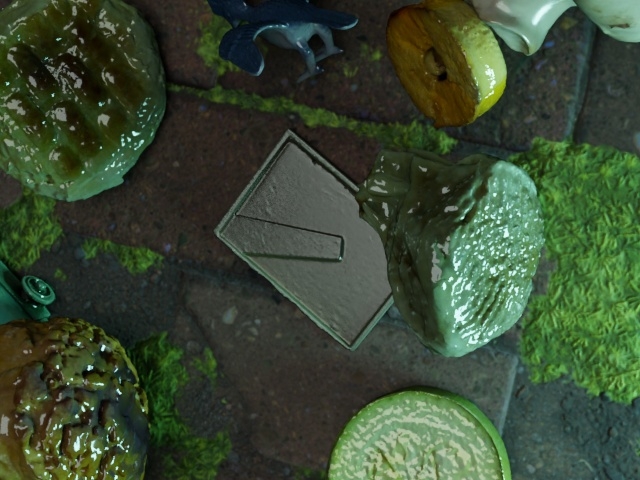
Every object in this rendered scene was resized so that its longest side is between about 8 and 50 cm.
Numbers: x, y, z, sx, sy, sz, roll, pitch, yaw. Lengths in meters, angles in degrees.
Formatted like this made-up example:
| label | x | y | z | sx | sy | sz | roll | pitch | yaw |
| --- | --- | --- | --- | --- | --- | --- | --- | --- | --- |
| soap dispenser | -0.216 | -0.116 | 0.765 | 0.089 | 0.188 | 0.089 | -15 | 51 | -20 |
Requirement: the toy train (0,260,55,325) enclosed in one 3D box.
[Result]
| label | x | y | z | sx | sy | sz | roll | pitch | yaw |
| --- | --- | --- | --- | --- | --- | --- | --- | --- | --- |
| toy train | -0.498 | 0.062 | 1.835 | 0.248 | 0.159 | 0.101 | 44 | 110 | 8 |

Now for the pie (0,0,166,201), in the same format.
| label | x | y | z | sx | sy | sz | roll | pitch | yaw |
| --- | --- | --- | --- | --- | --- | --- | --- | --- | --- |
| pie | -0.354 | -0.211 | 1.754 | 0.307 | 0.071 | 0.306 | -2 | 98 | -16 |

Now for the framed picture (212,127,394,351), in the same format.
| label | x | y | z | sx | sy | sz | roll | pitch | yaw |
| --- | --- | --- | --- | --- | --- | --- | --- | --- | --- |
| framed picture | 0.000 | 0.000 | 1.748 | 0.265 | 0.018 | 0.192 | 41 | 105 | 10 |

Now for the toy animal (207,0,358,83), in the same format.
| label | x | y | z | sx | sy | sz | roll | pitch | yaw |
| --- | --- | --- | --- | --- | --- | --- | --- | --- | --- |
| toy animal | -0.054 | -0.291 | 1.671 | 0.176 | 0.239 | 0.255 | 47 | 152 | -19 |

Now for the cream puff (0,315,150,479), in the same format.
| label | x | y | z | sx | sy | sz | roll | pitch | yaw |
| --- | --- | --- | --- | --- | --- | --- | --- | --- | --- |
| cream puff | -0.352 | 0.270 | 1.718 | 0.231 | 0.327 | 0.342 | -6 | 75 | 11 |

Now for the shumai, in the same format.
| label | x | y | z | sx | sy | sz | roll | pitch | yaw |
| --- | --- | --- | --- | --- | --- | --- | --- | --- | --- |
| shumai | 0.151 | 0.016 | 1.624 | 0.222 | 0.225 | 0.260 | 3 | 85 | 42 |

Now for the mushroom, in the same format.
| label | x | y | z | sx | sy | sz | roll | pitch | yaw |
| --- | --- | --- | --- | --- | --- | --- | --- | --- | --- |
| mushroom | 0.303 | -0.358 | 1.492 | 0.290 | 0.297 | 0.297 | -28 | 86 | 22 |

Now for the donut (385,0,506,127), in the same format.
| label | x | y | z | sx | sy | sz | roll | pitch | yaw |
| --- | --- | --- | --- | --- | --- | --- | --- | --- | --- |
| donut | 0.165 | -0.233 | 1.603 | 0.075 | 0.190 | 0.174 | -28 | 88 | -19 |

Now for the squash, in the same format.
| label | x | y | z | sx | sy | sz | roll | pitch | yaw |
| --- | --- | --- | --- | --- | --- | --- | --- | --- | --- |
| squash | 0.135 | 0.322 | 1.715 | 0.252 | 0.049 | 0.252 | 2 | 96 | 17 |
